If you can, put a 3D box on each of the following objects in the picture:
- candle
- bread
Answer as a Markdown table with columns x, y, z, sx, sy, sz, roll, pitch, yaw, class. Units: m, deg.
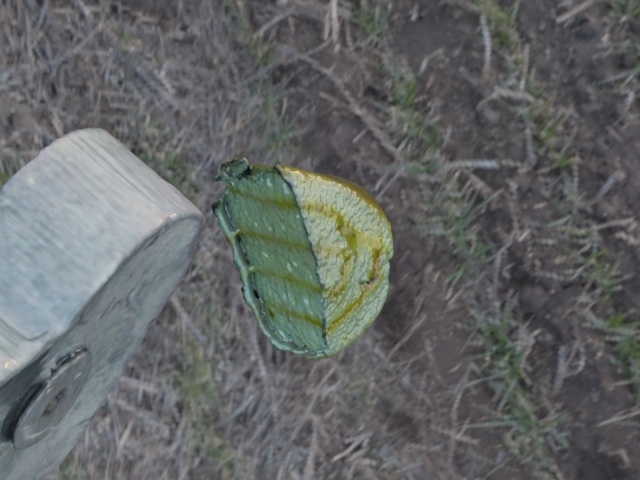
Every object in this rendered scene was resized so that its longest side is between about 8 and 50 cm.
| x | y | z | sx | sy | sz | roll | pitch | yaw | class |
| --- | --- | --- | --- | --- | --- | --- | --- | --- | --- |
| -0.134 | 0.051 | 0.510 | 0.068 | 0.168 | 0.192 | 40 | 64 | 9 | candle |
| 0.000 | -0.006 | 0.891 | 0.110 | 0.103 | 0.156 | -30 | 121 | -31 | bread |
